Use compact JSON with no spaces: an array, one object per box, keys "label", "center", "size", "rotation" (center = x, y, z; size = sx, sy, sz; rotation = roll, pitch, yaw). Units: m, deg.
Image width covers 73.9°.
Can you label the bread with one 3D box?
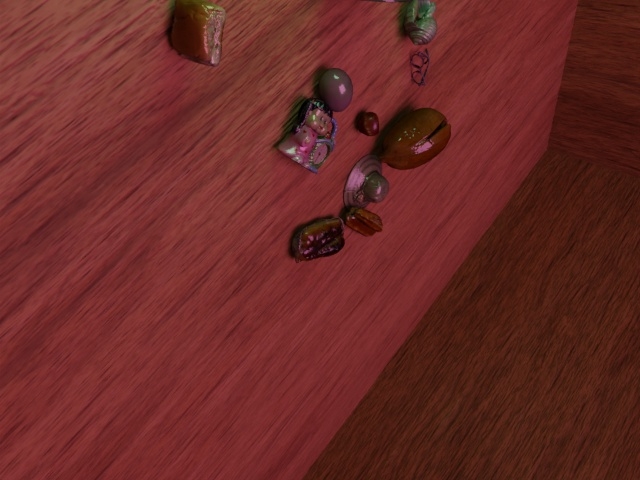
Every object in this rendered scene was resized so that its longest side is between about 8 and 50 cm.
[{"label":"bread","center":[-0.256,-0.435,0.883],"size":[0.082,0.106,0.125],"rotation":[-11,122,-50]}]

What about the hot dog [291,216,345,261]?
[{"label":"hot dog","center":[0.000,0.000,1.591],"size":[0.270,0.081,0.163],"rotation":[-18,128,-44]}]

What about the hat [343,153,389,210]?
[{"label":"hat","center":[0.211,-0.206,1.681],"size":[0.252,0.109,0.252],"rotation":[-32,138,-34]}]

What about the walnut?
[{"label":"walnut","center":[0.359,-0.386,1.666],"size":[0.336,0.209,0.209],"rotation":[-31,140,-17]}]

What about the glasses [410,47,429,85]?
[{"label":"glasses","center":[0.395,-0.668,1.604],"size":[0.104,0.062,0.140],"rotation":[-46,146,-22]}]

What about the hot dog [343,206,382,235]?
[{"label":"hot dog","center":[0.183,-0.078,1.753],"size":[0.269,0.115,0.072],"rotation":[28,51,-60]}]

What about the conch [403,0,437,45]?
[{"label":"conch","center":[0.330,-0.735,1.429],"size":[0.135,0.102,0.154],"rotation":[15,70,-45]}]

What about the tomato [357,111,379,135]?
[{"label":"tomato","center":[0.169,-0.407,1.494],"size":[0.075,0.087,0.087],"rotation":[-8,136,3]}]

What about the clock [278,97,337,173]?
[{"label":"clock","center":[-0.024,-0.319,1.295],"size":[0.194,0.100,0.196],"rotation":[15,105,-60]}]

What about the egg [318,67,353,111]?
[{"label":"egg","center":[0.047,-0.449,1.275],"size":[0.103,0.103,0.135],"rotation":[-47,150,-18]}]

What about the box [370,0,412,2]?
[{"label":"box","center":[0.136,-0.702,1.081],"size":[0.226,0.226,0.150],"rotation":[-28,136,-39]}]
